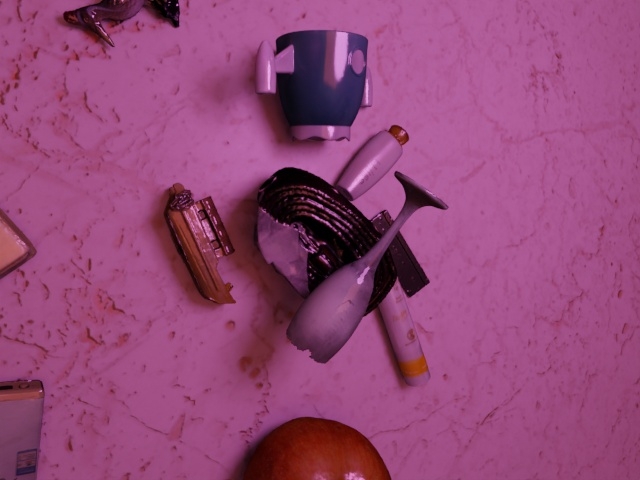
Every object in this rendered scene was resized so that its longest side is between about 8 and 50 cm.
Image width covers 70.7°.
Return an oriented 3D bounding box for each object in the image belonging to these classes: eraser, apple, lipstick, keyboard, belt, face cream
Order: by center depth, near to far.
[{"bbox_3d":[-0.511,-0.013,0.637,0.117,0.058,0.172,-39,106,-17],"label":"eraser"},{"bbox_3d":[0.008,0.473,0.774,0.278,0.250,0.309,-32,101,-19],"label":"apple"},{"bbox_3d":[0.000,0.000,0.812,0.184,0.164,0.289,-40,110,10],"label":"belt"},{"bbox_3d":[0.106,-0.157,0.904,0.072,0.051,0.182,46,75,-17],"label":"face cream"},{"bbox_3d":[0.163,0.173,0.935,0.059,0.059,0.263,-24,101,-21],"label":"lipstick"},{"bbox_3d":[0.165,0.029,0.956,0.060,0.018,0.195,-36,105,-11],"label":"keyboard"}]

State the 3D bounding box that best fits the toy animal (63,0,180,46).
[{"bbox_3d":[-0.307,-0.384,0.722,0.203,0.070,0.105,-32,91,-17],"label":"toy animal"}]

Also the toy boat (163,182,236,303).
[{"bbox_3d":[-0.196,0.007,0.770,0.088,0.068,0.225,-28,102,-26],"label":"toy boat"}]

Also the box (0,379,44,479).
[{"bbox_3d":[-0.544,0.306,0.619,0.270,0.045,0.210,4,91,-34],"label":"box"}]

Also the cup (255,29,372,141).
[{"bbox_3d":[0.002,-0.264,0.800,0.300,0.168,0.173,-12,106,-48],"label":"cup"}]

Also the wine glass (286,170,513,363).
[{"bbox_3d":[0.135,0.092,0.718,0.264,0.096,0.309,33,98,-11],"label":"wine glass"}]
